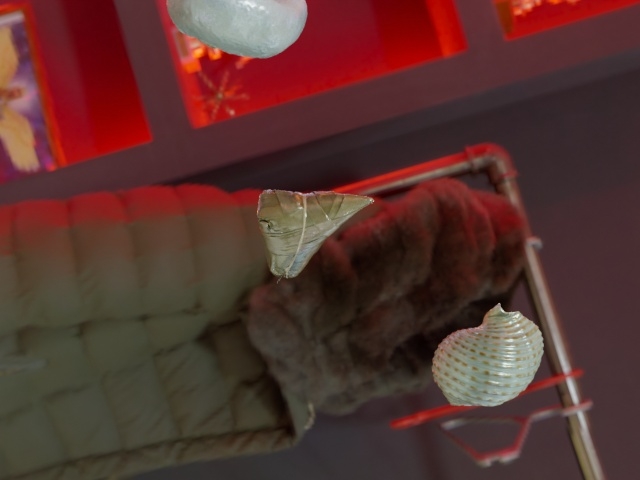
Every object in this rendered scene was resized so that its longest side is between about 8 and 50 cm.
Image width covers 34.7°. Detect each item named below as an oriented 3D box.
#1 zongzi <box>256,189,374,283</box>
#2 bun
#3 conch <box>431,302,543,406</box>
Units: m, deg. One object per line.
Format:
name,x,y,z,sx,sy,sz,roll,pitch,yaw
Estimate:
zongzi,0.000,0.000,1.585,0.189,0.178,0.081,81,9,-48
bun,-0.082,-0.221,0.978,0.141,0.141,0.083,-105,-148,-55
conch,0.222,0.169,1.360,0.153,0.135,0.102,-50,-158,44
